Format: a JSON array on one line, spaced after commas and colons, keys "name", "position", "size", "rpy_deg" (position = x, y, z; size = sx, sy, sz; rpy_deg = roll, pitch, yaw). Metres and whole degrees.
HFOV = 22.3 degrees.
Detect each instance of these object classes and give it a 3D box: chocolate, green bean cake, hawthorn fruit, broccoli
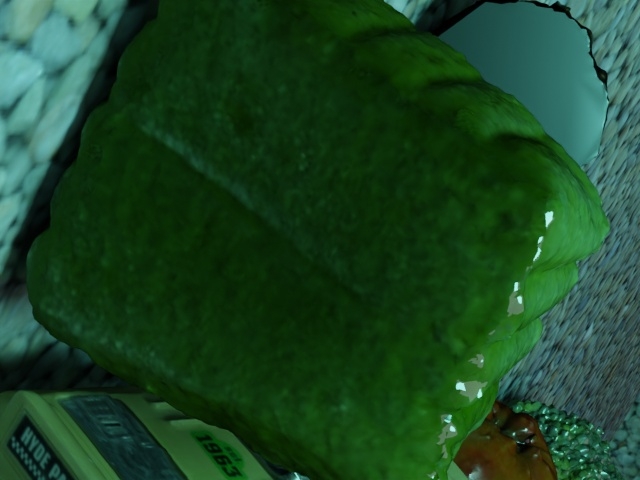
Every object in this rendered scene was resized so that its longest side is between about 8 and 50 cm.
[{"name": "chocolate", "position": [0.126, -0.109, 1.155], "size": [0.156, 0.156, 0.133], "rpy_deg": [-61, -172, 15]}, {"name": "green bean cake", "position": [0.000, 0.000, 0.793], "size": [0.222, 0.248, 0.125], "rpy_deg": [-59, 162, 18]}, {"name": "hawthorn fruit", "position": [0.119, 0.279, 1.624], "size": [0.211, 0.211, 0.299], "rpy_deg": [-33, 159, -49]}, {"name": "broccoli", "position": [0.290, 0.380, 2.118], "size": [0.317, 0.277, 0.338], "rpy_deg": [-41, 157, 19]}]

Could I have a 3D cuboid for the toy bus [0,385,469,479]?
[{"name": "toy bus", "position": [-0.076, 0.183, 0.922], "size": [0.365, 0.177, 0.202], "rpy_deg": [4, 125, -52]}]
